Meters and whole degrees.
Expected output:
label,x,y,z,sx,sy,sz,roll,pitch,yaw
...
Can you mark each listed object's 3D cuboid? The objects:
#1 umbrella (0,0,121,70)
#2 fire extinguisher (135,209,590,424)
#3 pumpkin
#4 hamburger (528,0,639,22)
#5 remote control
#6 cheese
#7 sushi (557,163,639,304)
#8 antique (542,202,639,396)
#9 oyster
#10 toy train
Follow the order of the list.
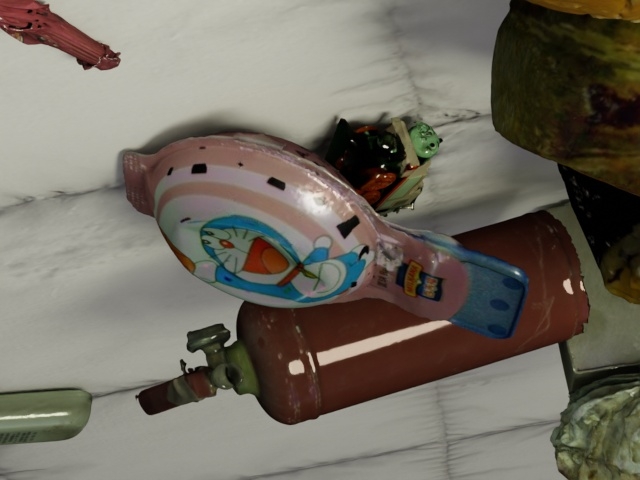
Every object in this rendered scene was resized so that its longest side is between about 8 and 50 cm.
label,x,y,z,sx,sy,sz,roll,pitch,yaw
umbrella,-0.158,-0.120,0.954,0.027,0.025,0.165,-35,155,15
fire extinguisher,0.025,0.073,1.322,0.337,0.106,0.147,-15,172,-12
pumpkin,0.248,-0.076,0.968,0.317,0.139,0.222,16,-168,-10
hamburger,0.108,-0.186,0.725,0.282,0.155,0.245,0,166,-14
remote control,-0.370,0.176,1.646,0.309,0.038,0.090,-3,160,-18
cheese,0.000,0.000,1.168,0.286,0.074,0.189,19,150,7
sushi,0.273,-0.027,1.160,0.200,0.204,0.213,-15,166,0
antique,0.266,0.045,1.440,0.152,0.146,0.148,-10,162,3
oyster,0.282,0.162,1.395,0.198,0.112,0.268,-14,161,19
toy train,0.021,-0.025,1.268,0.085,0.053,0.249,-12,162,-21
